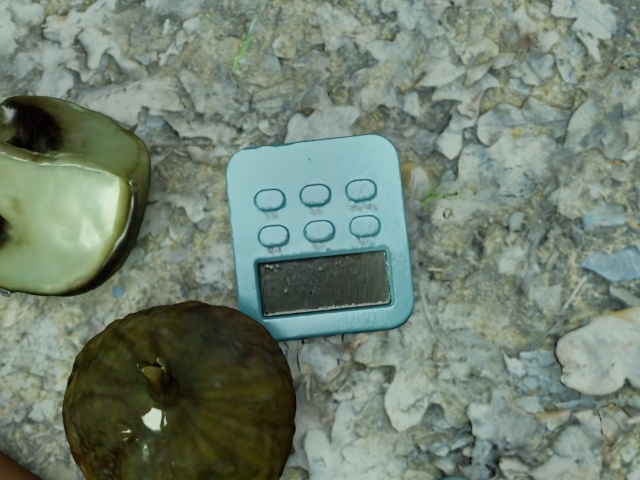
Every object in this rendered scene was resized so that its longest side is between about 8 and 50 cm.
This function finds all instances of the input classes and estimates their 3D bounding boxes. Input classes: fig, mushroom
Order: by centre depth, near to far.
[{"bbox_3d":[-0.178,0.182,1.187,0.286,0.369,0.286,-2,70,6],"label":"fig"},{"bbox_3d":[-0.371,-0.058,1.362,0.292,0.212,0.217,9,124,-8],"label":"mushroom"}]

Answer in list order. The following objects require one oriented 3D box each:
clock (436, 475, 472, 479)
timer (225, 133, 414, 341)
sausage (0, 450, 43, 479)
[{"bbox_3d":[0.202,0.437,1.258,0.274,0.094,0.223,34,82,6],"label":"clock"},{"bbox_3d":[0.000,0.000,1.351,0.232,0.091,0.250,-7,83,0],"label":"timer"},{"bbox_3d":[-0.415,0.320,1.284,0.304,0.121,0.121,33,82,6],"label":"sausage"}]
